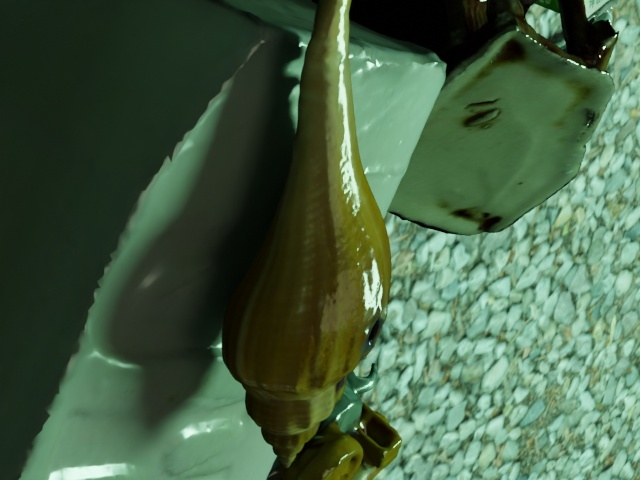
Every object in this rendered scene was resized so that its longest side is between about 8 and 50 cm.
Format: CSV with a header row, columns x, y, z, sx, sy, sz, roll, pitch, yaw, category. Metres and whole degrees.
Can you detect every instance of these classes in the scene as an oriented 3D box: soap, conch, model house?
x,y,z,sx,sy,sz,roll,pitch,yaw,category
-0.138,0.021,1.078,0.350,0.213,0.435,7,110,-59,soap
0.004,0.002,0.967,0.109,0.093,0.330,-26,138,-51,conch
0.112,-0.197,1.308,0.297,0.282,0.317,-28,154,32,model house

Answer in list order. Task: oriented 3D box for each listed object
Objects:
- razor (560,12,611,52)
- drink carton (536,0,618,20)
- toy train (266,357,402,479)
x,y,z,sx,sy,sz,roll,pitch,yaw,category
0.242,-0.188,1.625,0.191,0.037,0.068,-31,132,-35,razor
0.229,-0.347,1.455,0.161,0.108,0.271,-40,137,-30,drink carton
-0.085,0.229,1.388,0.369,0.163,0.231,-38,154,-28,toy train
